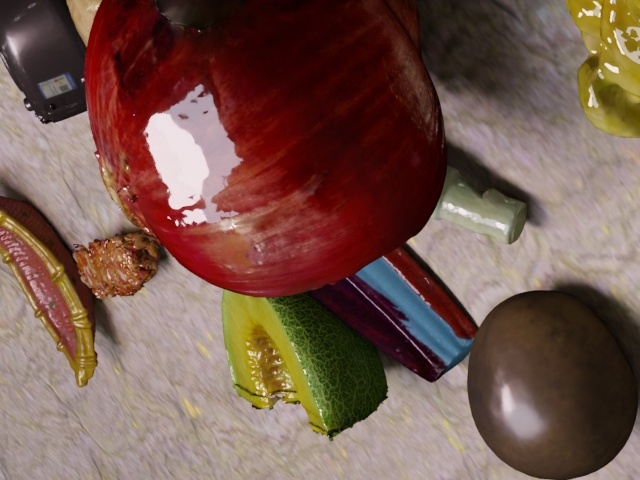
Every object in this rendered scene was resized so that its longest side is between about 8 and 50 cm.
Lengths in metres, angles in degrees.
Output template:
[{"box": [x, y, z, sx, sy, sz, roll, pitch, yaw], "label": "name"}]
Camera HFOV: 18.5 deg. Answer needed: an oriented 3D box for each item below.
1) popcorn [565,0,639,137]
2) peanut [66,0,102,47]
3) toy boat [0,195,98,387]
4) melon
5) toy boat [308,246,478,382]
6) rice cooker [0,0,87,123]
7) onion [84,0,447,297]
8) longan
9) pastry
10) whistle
[{"box": [0.278, -0.186, 1.355, 0.250, 0.235, 0.242, -5, 98, 33], "label": "popcorn"}, {"box": [-0.164, -0.211, 2.008, 0.253, 0.122, 0.137, 42, 140, 20], "label": "peanut"}, {"box": [-0.376, 0.045, 2.600, 0.141, 0.099, 0.318, -3, 126, 58], "label": "toy boat"}, {"box": [-0.014, 0.103, 2.174, 0.265, 0.129, 0.169, 17, 126, 65], "label": "melon"}, {"box": [0.000, 0.000, 2.088, 0.392, 0.079, 0.136, 41, 148, 7], "label": "toy boat"}, {"box": [-0.284, -0.211, 2.127, 0.203, 0.118, 0.142, 65, 179, -47], "label": "rice cooker"}, {"box": [-0.059, -0.129, 1.713, 0.341, 0.341, 0.341, 33, 146, 25], "label": "onion"}, {"box": [0.218, 0.139, 1.880, 0.167, 0.167, 0.187, 0, 104, 52], "label": "longan"}, {"box": [-0.247, 0.027, 2.448, 0.169, 0.063, 0.087, -10, 108, 62], "label": "pastry"}, {"box": [0.075, -0.059, 1.890, 0.258, 0.067, 0.126, 22, -174, 19], "label": "whistle"}]
